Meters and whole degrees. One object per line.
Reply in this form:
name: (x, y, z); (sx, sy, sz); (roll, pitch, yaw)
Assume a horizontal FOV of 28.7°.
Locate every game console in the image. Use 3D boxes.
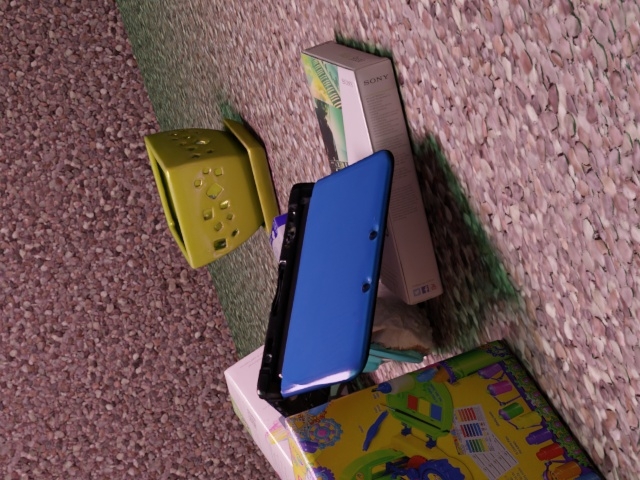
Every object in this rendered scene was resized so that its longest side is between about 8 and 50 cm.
game console: (0.035, 0.073, 1.552); (0.250, 0.173, 0.293); (50, -136, -56)

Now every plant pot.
plant pot: (-0.212, -0.109, 2.516); (0.228, 0.207, 0.227); (-131, 25, -60)

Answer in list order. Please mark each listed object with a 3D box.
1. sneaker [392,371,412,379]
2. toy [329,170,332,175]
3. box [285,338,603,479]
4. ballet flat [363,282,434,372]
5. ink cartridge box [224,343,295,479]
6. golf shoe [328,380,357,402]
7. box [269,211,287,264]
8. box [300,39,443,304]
sneaker: (0.168, 0.326, 1.747); (0.146, 0.102, 0.293); (145, 106, -77)
toy: (0.000, 0.000, 1.976); (0.237, 0.056, 0.137); (82, -168, -45)
box: (0.145, 0.303, 1.395); (0.290, 0.279, 0.177); (-121, 17, -46)
ballet flat: (0.070, 0.114, 1.824); (0.409, 0.147, 0.147); (141, 110, -76)
ink cartridge box: (-0.017, 0.364, 2.154); (0.353, 0.119, 0.207); (52, 165, 24)
golf shoe: (0.023, 0.325, 2.346); (0.273, 0.120, 0.105); (-121, 15, -48)
box: (-0.033, 0.028, 2.255); (0.126, 0.072, 0.137); (105, 143, -70)
box: (0.065, -0.096, 1.672); (0.232, 0.058, 0.322); (-142, 36, -68)
